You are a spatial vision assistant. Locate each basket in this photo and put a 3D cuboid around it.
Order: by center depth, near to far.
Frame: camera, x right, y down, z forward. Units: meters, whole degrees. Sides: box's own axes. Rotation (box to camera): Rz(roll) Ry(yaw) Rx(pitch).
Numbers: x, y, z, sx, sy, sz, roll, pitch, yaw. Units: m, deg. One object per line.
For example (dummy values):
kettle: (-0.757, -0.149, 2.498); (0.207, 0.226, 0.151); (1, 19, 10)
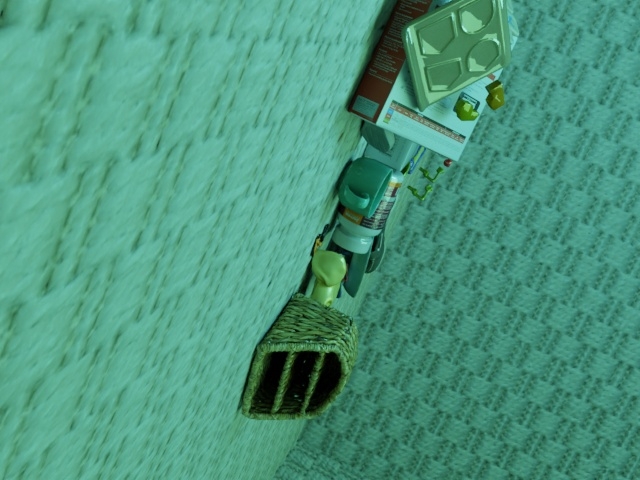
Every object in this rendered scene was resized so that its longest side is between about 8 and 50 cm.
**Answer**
basket: (-0.043, 0.323, 2.092); (0.223, 0.213, 0.299); (-55, 168, -48)

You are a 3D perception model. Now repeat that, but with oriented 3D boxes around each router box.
router box: (0.240, -0.346, 1.759); (0.335, 0.082, 0.301); (15, 103, -51)

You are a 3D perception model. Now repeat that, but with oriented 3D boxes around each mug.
mug: (0.096, -0.132, 1.978); (0.129, 0.097, 0.158); (-63, 171, -5)

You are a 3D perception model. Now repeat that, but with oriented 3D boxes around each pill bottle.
pill bottle: (0.114, -0.086, 2.133); (0.221, 0.121, 0.121); (-67, 171, 18)

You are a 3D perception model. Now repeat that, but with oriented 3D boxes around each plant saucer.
plant saucer: (0.107, 0.001, 2.366); (0.317, 0.044, 0.317); (-168, -90, -87)

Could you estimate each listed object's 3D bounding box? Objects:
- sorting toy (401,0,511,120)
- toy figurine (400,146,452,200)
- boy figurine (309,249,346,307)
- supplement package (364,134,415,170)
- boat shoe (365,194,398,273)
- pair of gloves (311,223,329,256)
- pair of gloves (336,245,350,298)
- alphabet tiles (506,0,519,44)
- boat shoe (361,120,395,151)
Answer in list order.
sorting toy: (0.274, -0.349, 1.667); (0.229, 0.041, 0.307); (-31, 141, -6)
toy figurine: (0.287, -0.242, 2.532); (0.362, 0.191, 0.217); (-59, 175, -22)
boy figurine: (-0.003, 0.137, 2.196); (0.177, 0.092, 0.285); (-58, 169, -40)
supplement package: (0.196, -0.262, 2.164); (0.105, 0.105, 0.179); (-69, 170, 25)
boat shoe: (0.145, -0.029, 2.584); (0.095, 0.112, 0.335); (-30, 143, -45)
pair of gloves: (0.000, 0.000, 2.079); (0.083, 0.010, 0.074); (-55, 168, -48)
pair of gloves: (0.062, 0.056, 2.303); (0.159, 0.023, 0.198); (129, -32, -74)
alphabet tiles: (0.335, -0.540, 1.744); (0.278, 0.021, 0.284); (19, 57, -50)
boat shoe: (0.142, -0.269, 1.880); (0.076, 0.083, 0.226); (-55, 169, -12)
